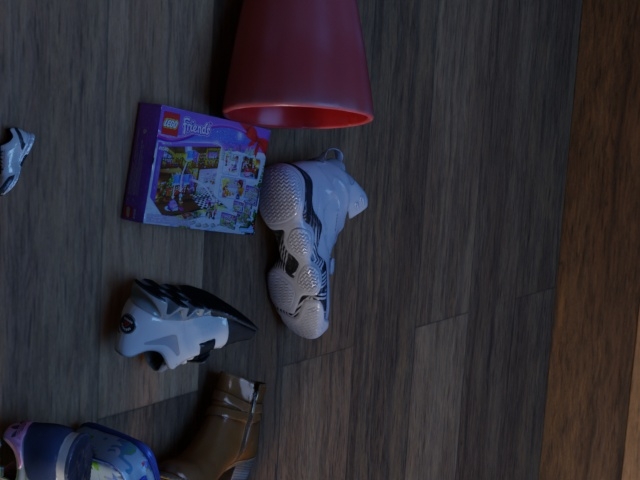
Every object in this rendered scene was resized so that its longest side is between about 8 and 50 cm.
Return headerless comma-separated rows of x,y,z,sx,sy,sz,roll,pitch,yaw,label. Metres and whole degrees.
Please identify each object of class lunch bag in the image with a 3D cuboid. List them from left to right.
-0.333,0.414,1.938,0.090,0.176,0.219,-39,127,-42,lunch bag

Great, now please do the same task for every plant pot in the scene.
-0.038,-0.336,2.103,0.275,0.275,0.243,5,86,-54,plant pot

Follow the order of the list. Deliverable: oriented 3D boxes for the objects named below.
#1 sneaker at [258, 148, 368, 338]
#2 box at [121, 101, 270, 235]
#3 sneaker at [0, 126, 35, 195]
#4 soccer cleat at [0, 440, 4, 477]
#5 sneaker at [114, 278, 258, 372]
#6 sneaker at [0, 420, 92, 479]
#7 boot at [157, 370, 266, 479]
0.000,0.000,2.318,0.210,0.137,0.365,-29,118,-44,sneaker
-0.212,-0.120,2.071,0.293,0.057,0.200,7,93,-54,box
-0.465,-0.118,1.753,0.044,0.040,0.109,29,71,-36,sneaker
-0.536,0.276,1.729,0.121,0.093,0.289,-12,115,-20,soccer cleat
-0.243,0.161,2.070,0.331,0.122,0.146,17,102,-55,sneaker
-0.442,0.407,1.867,0.112,0.131,0.319,-61,167,-58,sneaker
-0.192,0.351,2.166,0.283,0.109,0.220,20,84,-56,boot
